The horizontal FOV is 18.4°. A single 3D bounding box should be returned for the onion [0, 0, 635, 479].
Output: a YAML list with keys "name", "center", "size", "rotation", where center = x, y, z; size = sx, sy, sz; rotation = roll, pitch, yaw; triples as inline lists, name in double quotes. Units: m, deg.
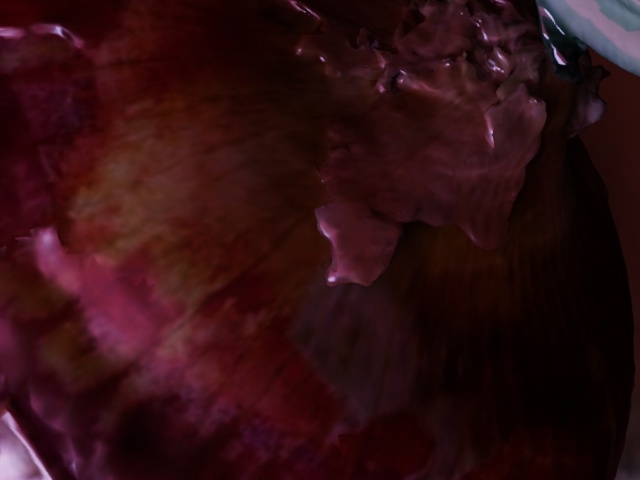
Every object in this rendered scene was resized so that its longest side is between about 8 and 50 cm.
- name: "onion"
  center: [0.000, 0.000, 0.482]
  size: [0.163, 0.230, 0.230]
  rotation: [-26, 83, 41]

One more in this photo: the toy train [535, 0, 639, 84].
- name: "toy train"
  center: [0.179, -0.059, 0.405]
  size: [0.238, 0.167, 0.299]
  rotation: [-32, 81, 25]
